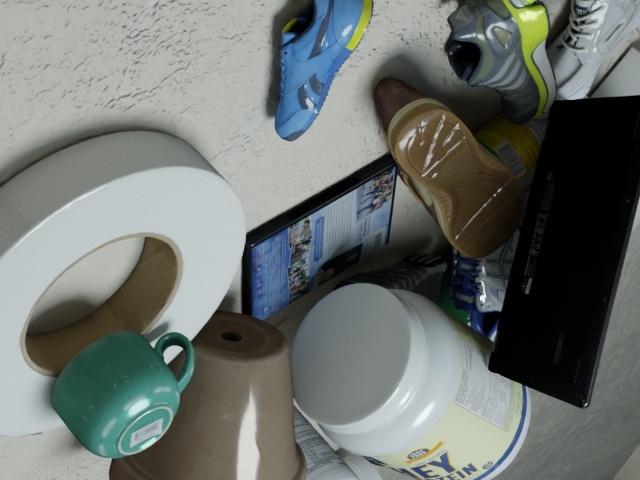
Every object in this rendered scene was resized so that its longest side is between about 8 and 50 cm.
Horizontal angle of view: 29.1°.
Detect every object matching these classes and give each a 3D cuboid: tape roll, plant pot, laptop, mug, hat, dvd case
[{"bbox_3d":[-0.256,0.054,1.364,0.392,0.072,0.392,-33,150,-21],"label":"tape roll"},{"bbox_3d":[-0.134,0.224,1.602,0.263,0.263,0.229,-13,121,-45],"label":"plant pot"},{"bbox_3d":[0.393,0.022,1.662,0.236,0.408,0.382,13,90,-17],"label":"laptop"},{"bbox_3d":[-0.215,0.173,1.395,0.158,0.097,0.129,-48,152,7],"label":"mug"},{"bbox_3d":[0.223,0.144,1.990,0.173,0.183,0.208,-5,133,-50],"label":"hat"},{"bbox_3d":[0.000,0.000,1.680,0.253,0.022,0.180,-30,147,-25],"label":"dvd case"}]

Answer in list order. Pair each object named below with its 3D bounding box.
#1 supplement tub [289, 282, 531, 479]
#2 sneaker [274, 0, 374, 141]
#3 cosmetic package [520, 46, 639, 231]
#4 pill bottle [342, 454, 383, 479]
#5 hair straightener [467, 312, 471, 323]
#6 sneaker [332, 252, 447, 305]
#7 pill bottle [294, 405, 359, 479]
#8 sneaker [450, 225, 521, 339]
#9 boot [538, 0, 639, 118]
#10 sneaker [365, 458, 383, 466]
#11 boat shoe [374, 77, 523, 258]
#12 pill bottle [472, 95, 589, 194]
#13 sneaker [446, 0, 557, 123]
[{"bbox_3d":[0.128,0.206,1.739,0.235,0.235,0.325,-49,138,8],"label":"supplement tub"},{"bbox_3d":[-0.020,-0.200,1.363,0.082,0.069,0.209,14,133,-20],"label":"sneaker"},{"bbox_3d":[0.467,-0.108,2.011,0.365,0.155,0.197,-52,152,11],"label":"cosmetic package"},{"bbox_3d":[-0.017,0.481,2.150,0.265,0.153,0.153,-20,143,-37],"label":"pill bottle"},{"bbox_3d":[0.323,0.103,2.210,0.230,0.047,0.089,-42,151,-4],"label":"hair straightener"},{"bbox_3d":[0.111,0.108,1.854,0.229,0.086,0.132,-18,114,-41],"label":"sneaker"},{"bbox_3d":[-0.040,0.362,1.827,0.160,0.283,0.160,-32,149,-22],"label":"pill bottle"},{"bbox_3d":[0.253,0.046,1.909,0.131,0.112,0.296,-51,136,-17],"label":"sneaker"},{"bbox_3d":[0.359,-0.295,1.709,0.258,0.095,0.123,-50,145,-6],"label":"boot"},{"bbox_3d":[0.166,0.340,2.313,0.235,0.084,0.097,-22,120,-38],"label":"sneaker"},{"bbox_3d":[0.164,-0.098,1.634,0.123,0.123,0.342,-42,140,5],"label":"boat shoe"},{"bbox_3d":[0.298,-0.139,1.787,0.208,0.117,0.117,-35,150,-18],"label":"pill bottle"},{"bbox_3d":[0.227,-0.240,1.603,0.121,0.111,0.300,-26,150,2],"label":"sneaker"}]
